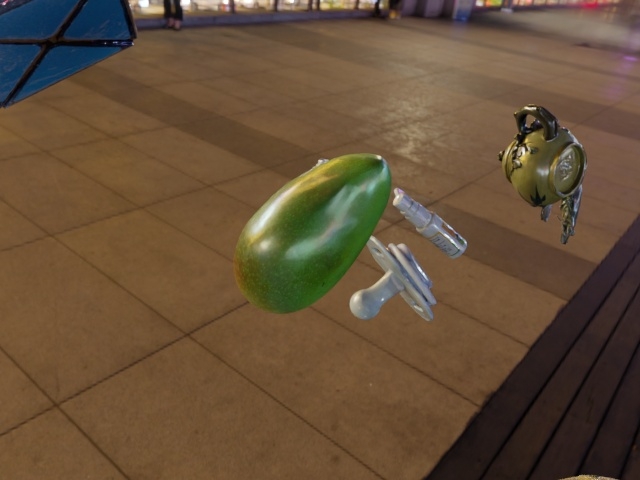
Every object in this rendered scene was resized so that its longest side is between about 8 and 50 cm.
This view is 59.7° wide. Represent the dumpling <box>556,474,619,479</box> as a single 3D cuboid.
[{"bbox_3d":[0.483,0.519,0.924,0.318,0.187,0.243,11,57,-11],"label":"dumpling"}]

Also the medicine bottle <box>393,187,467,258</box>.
[{"bbox_3d":[0.265,-0.047,1.371,0.220,0.061,0.092,37,26,-23],"label":"medicine bottle"}]

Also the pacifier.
[{"bbox_3d":[0.180,0.131,1.485,0.225,0.287,0.238,-39,12,-3],"label":"pacifier"}]

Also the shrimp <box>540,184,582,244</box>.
[{"bbox_3d":[0.614,-0.089,1.431,0.150,0.217,0.051,-15,18,-34],"label":"shrimp"}]

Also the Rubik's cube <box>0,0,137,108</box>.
[{"bbox_3d":[-0.435,-0.373,0.764,0.259,0.255,0.260,-34,-1,-11],"label":"Rubik's cube"}]

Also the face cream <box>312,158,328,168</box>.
[{"bbox_3d":[-0.010,-0.146,1.966,0.073,0.284,0.073,8,17,-3],"label":"face cream"}]

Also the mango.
[{"bbox_3d":[-0.016,-0.015,1.023,0.225,0.382,0.201,3,47,-55],"label":"mango"}]

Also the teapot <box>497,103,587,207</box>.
[{"bbox_3d":[0.478,-0.183,1.252,0.173,0.269,0.182,-38,33,-19],"label":"teapot"}]
